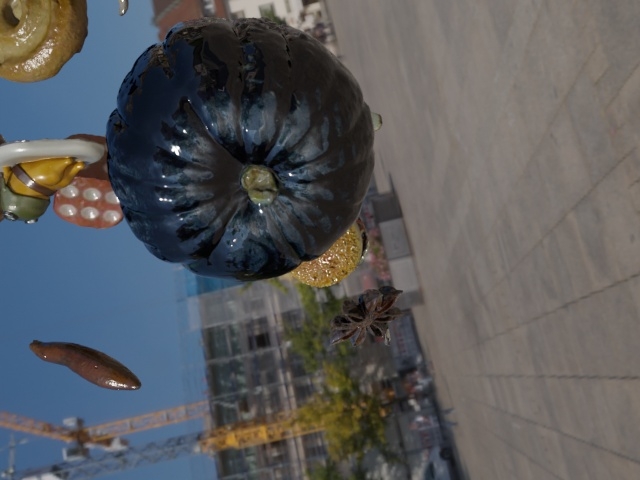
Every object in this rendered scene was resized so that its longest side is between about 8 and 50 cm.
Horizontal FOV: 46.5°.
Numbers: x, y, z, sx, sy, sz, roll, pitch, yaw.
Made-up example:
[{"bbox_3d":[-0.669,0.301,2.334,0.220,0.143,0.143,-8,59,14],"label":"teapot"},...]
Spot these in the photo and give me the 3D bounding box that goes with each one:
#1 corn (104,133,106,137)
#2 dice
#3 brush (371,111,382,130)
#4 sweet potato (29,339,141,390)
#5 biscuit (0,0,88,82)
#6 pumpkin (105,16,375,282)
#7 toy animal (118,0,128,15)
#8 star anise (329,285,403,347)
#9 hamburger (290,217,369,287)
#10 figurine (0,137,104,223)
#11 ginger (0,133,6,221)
[{"bbox_3d":[-0.543,-0.255,2.319,0.101,0.292,0.101,-157,90,-85],"label":"corn"},{"bbox_3d":[-0.554,-0.142,1.816,0.174,0.175,0.179,117,150,-41],"label":"dice"},{"bbox_3d":[-0.015,-0.305,1.730,0.020,0.337,0.085,-2,-76,-70],"label":"brush"},{"bbox_3d":[-0.415,0.213,1.307,0.057,0.265,0.057,-39,-42,-48],"label":"sweet potato"},{"bbox_3d":[-0.625,-0.481,1.566,0.102,0.297,0.296,-2,-102,-65],"label":"biscuit"},{"bbox_3d":[-0.105,-0.121,1.000,0.266,0.364,0.363,-110,4,-59],"label":"pumpkin"},{"bbox_3d":[-0.470,-0.541,1.428,0.233,0.121,0.168,1,-100,-56],"label":"toy animal"},{"bbox_3d":[0.116,0.194,1.867,0.081,0.230,0.262,52,-172,35],"label":"star anise"},{"bbox_3d":[0.000,0.000,2.330,0.170,0.302,0.301,-27,-77,-72],"label":"hamburger"},{"bbox_3d":[-0.548,-0.113,1.470,0.166,0.250,0.140,23,-118,-70],"label":"figurine"},{"bbox_3d":[-0.966,-0.166,2.134,0.304,0.155,0.244,120,169,-51],"label":"ginger"}]
